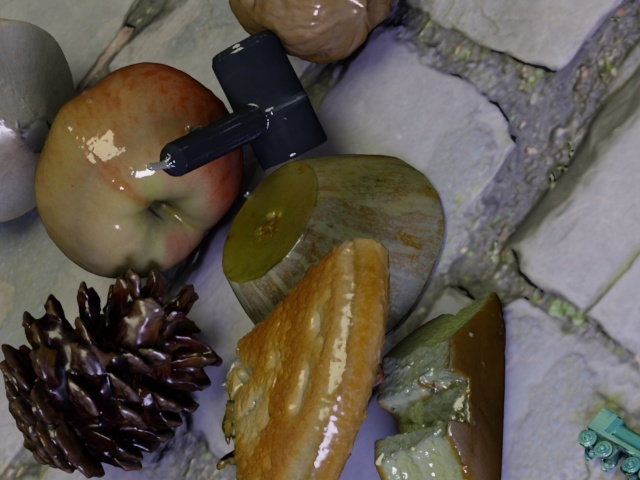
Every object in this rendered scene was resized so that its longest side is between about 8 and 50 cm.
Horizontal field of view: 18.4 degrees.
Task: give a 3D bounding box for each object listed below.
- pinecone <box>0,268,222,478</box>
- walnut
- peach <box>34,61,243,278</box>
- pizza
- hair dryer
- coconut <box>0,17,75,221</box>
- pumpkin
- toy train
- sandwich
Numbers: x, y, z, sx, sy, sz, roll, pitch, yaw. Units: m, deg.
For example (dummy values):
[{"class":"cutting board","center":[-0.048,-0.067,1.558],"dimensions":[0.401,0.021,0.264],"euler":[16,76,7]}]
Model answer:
[{"class":"pinecone","center":[-0.197,0.127,1.860],"dimensions":[0.204,0.179,0.184],"euler":[-21,75,5]},{"class":"walnut","center":[-0.007,-0.251,1.948],"dimensions":[0.155,0.155,0.184],"euler":[-56,35,-4]},{"class":"peach","center":[-0.189,-0.080,1.947],"dimensions":[0.232,0.232,0.232],"euler":[-18,56,28]},{"class":"pizza","center":[-0.016,0.134,1.741],"dimensions":[0.228,0.081,0.290],"euler":[12,86,62]},{"class":"hair dryer","center":[-0.092,-0.109,1.835],"dimensions":[0.071,0.219,0.124],"euler":[-24,96,43]},{"class":"coconut","center":[-0.372,-0.136,2.112],"dimensions":[0.241,0.241,0.241],"euler":[-18,56,28]},{"class":"pumpkin","center":[-0.007,-0.003,1.840],"dimensions":[0.217,0.110,0.217],"euler":[-21,56,33]},{"class":"toy train","center":[0.250,0.172,1.598],"dimensions":[0.092,0.029,0.045],"euler":[29,68,39]},{"class":"sandwich","center":[0.101,0.149,1.678],"dimensions":[0.090,0.088,0.244],"euler":[-17,57,33]}]
